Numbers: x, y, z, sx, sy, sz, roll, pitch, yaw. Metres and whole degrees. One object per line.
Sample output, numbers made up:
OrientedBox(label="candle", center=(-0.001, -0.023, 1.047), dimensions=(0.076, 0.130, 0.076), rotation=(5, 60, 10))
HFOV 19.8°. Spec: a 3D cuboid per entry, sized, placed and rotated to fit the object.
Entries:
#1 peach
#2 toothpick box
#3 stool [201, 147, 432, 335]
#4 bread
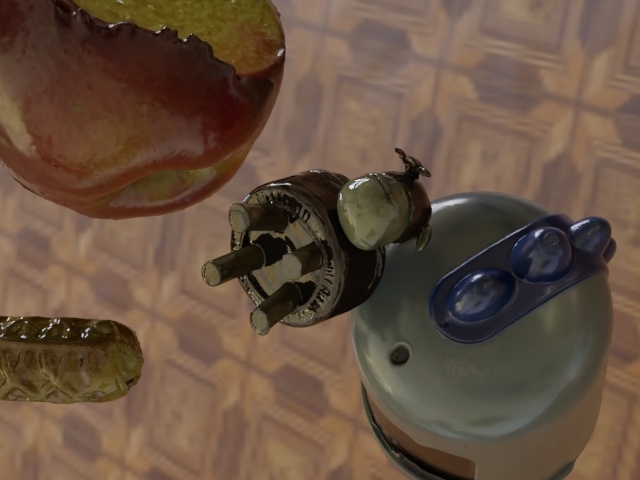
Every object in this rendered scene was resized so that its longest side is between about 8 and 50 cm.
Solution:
OrientedBox(label="peach", center=(-0.232, -0.191, 1.977), dimensions=(0.406, 0.335, 0.310), rotation=(46, 122, 24))
OrientedBox(label="toothpick box", center=(0.155, 0.085, 1.657), dimensions=(0.355, 0.263, 0.263), rotation=(74, -176, -71))
OrientedBox(label="stool", center=(0.000, 0.000, 1.504), dimensions=(0.217, 0.121, 0.125), rotation=(-25, 86, 37))
OrientedBox(label="bread", center=(-0.356, 0.114, 1.834), dimensions=(0.084, 0.367, 0.077), rotation=(-78, -12, -54))
